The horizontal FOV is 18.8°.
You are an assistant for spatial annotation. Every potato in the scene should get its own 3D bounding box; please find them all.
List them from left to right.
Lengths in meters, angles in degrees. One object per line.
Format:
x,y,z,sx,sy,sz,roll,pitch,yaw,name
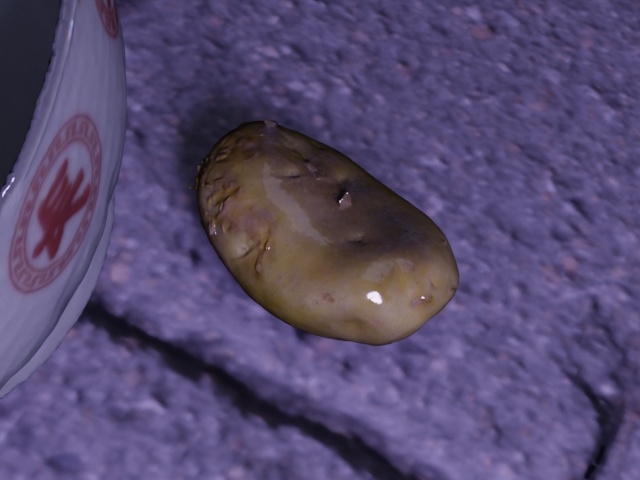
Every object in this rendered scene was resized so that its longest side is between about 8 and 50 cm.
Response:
0.000,0.000,0.908,0.138,0.070,0.091,42,43,22,potato

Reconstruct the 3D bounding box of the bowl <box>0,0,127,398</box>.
-0.184,-0.022,0.752,0.157,0.337,0.337,36,19,-49,bowl
